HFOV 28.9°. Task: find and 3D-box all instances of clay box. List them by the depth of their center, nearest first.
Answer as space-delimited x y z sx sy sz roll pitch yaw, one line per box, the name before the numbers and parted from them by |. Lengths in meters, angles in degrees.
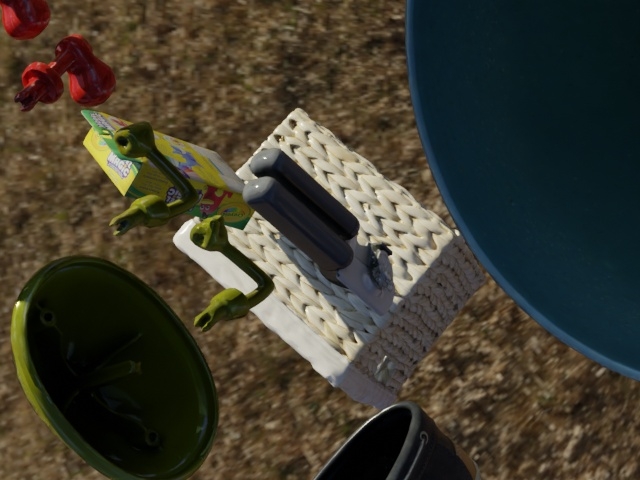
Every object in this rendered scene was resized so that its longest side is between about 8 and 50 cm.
clay box | -0.193 -0.087 1.528 0.127 0.222 0.053 47 112 42

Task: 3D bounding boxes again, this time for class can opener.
can opener | 0.000 0.000 1.391 0.093 0.280 0.074 -9 55 31

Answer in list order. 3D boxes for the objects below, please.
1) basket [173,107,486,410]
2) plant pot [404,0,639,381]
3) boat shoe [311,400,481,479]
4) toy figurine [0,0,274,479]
basket | 0.023 0.034 1.790 0.331 0.328 0.266 38 88 20
plant pot | 0.208 -0.091 0.515 0.290 0.195 0.290 5 97 43
boat shoe | -0.027 0.357 1.342 0.187 0.500 0.156 3 126 57
toy figurine | -0.227 -0.012 0.651 0.217 0.191 0.362 -27 114 33
